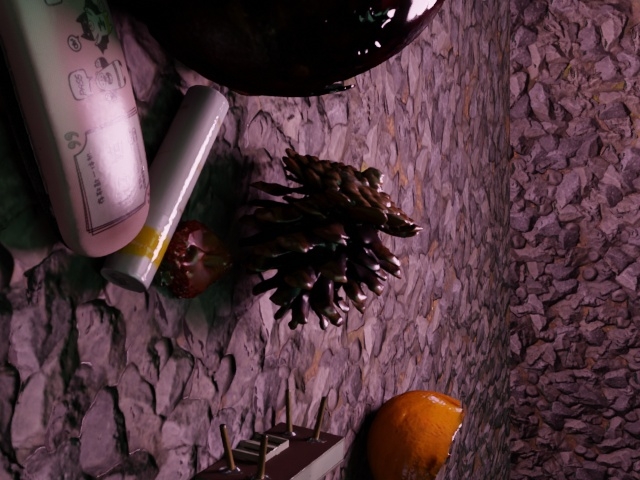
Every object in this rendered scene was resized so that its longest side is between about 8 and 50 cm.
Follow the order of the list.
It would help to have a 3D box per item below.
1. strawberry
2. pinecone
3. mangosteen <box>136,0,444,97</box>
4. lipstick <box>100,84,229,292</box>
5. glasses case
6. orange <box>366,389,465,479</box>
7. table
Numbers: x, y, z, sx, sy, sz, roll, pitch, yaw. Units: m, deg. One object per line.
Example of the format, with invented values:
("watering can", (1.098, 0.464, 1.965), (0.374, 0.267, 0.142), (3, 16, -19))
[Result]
("strawberry", (-0.155, 0.026, 0.907), (0.152, 0.048, 0.104), (4, 95, -60))
("pinecone", (-0.002, 0.003, 1.000), (0.264, 0.264, 0.264), (-19, 111, -61))
("mangosteen", (-0.049, -0.336, 0.748), (0.381, 0.421, 0.381), (-1, 93, -23))
("lipstick", (-0.178, -0.068, 0.829), (0.059, 0.059, 0.264), (56, 45, -52))
("glasses case", (-0.238, -0.134, 0.678), (0.122, 0.075, 0.314), (-41, 130, -51))
("orange", (0.219, 0.445, 1.508), (0.310, 0.274, 0.274), (-140, -134, -69))
("table", (-0.067, 0.305, 1.049), (0.240, 0.121, 0.111), (-11, 104, -63))
